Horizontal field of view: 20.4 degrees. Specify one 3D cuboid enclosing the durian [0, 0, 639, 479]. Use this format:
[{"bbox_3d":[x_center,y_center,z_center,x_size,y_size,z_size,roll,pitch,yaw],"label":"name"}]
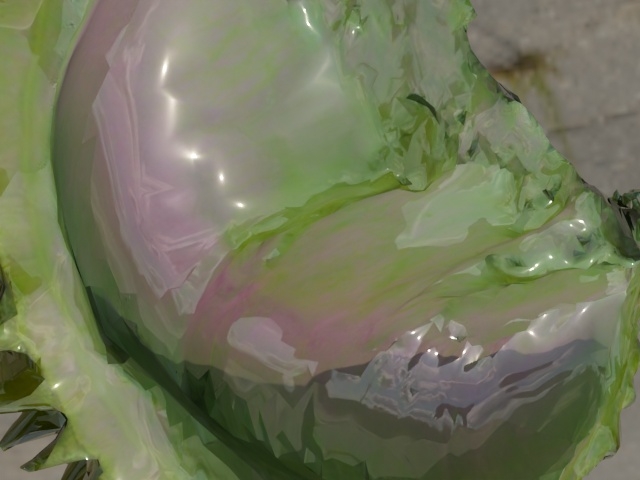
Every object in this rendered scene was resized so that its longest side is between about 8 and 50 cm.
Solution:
[{"bbox_3d":[0.000,0.000,0.486,0.169,0.158,0.352,-32,142,15],"label":"durian"}]
